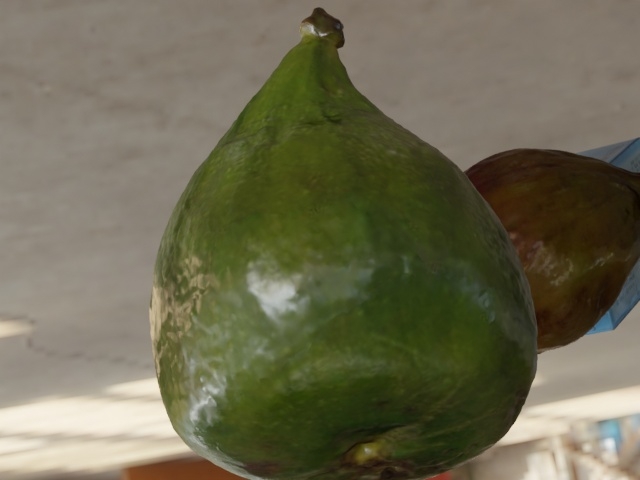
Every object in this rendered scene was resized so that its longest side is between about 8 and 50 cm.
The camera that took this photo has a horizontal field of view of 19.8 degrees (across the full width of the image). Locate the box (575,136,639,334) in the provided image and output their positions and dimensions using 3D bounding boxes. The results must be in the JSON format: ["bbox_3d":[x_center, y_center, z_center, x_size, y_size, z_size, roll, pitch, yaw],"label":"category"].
[{"bbox_3d":[0.283,-0.004,1.898,0.083,0.143,0.232,-14,-168,29],"label":"box"}]

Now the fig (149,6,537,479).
[{"bbox_3d":[0.000,0.000,0.954,0.203,0.235,0.203,-9,150,-5],"label":"fig"}]

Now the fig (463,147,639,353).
[{"bbox_3d":[0.254,0.004,1.697,0.290,0.191,0.190,-6,167,-14],"label":"fig"}]
